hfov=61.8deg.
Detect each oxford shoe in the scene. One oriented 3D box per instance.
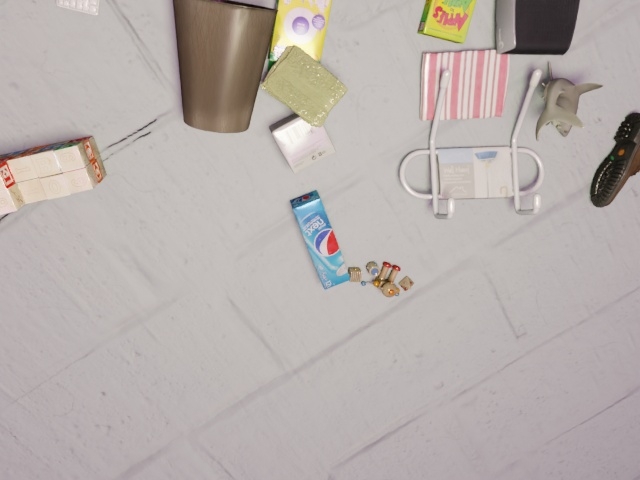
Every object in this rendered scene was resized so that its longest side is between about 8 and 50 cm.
[{"bbox_3d":[0.721,-0.174,1.253,0.096,0.083,0.227,18,107,-20],"label":"oxford shoe"}]

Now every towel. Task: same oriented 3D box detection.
[{"bbox_3d":[0.309,-0.335,1.154,0.197,0.029,0.144,-5,113,-7],"label":"towel"},{"bbox_3d":[-0.031,-0.299,1.036,0.148,0.027,0.110,37,90,2],"label":"towel"}]

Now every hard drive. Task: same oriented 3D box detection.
[{"bbox_3d":[0.447,-0.511,1.082,0.172,0.054,0.254,-2,103,-9],"label":"hard drive"}]

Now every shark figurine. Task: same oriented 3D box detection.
[{"bbox_3d":[0.513,-0.295,1.093,0.116,0.278,0.166,-1,100,30],"label":"shark figurine"}]

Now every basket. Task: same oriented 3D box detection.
[{"bbox_3d":[-0.189,-0.330,1.006,0.204,0.154,0.227,19,116,18],"label":"basket"}]

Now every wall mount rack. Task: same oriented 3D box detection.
[{"bbox_3d":[0.353,-0.202,1.158,0.350,0.130,0.304,-3,91,-10],"label":"wall mount rack"}]

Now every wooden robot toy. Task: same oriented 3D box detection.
[{"bbox_3d":[0.154,0.097,1.259,0.173,0.079,0.076,18,106,-16],"label":"wooden robot toy"}]

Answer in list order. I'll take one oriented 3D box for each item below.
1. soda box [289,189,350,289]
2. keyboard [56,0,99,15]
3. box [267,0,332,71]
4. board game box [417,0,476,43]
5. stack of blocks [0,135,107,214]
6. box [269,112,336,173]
[{"bbox_3d":[0.000,0.000,1.200,0.067,0.071,0.210,-22,112,-1],"label":"soda box"},{"bbox_3d":[-0.425,-0.547,0.958,0.072,0.014,0.256,10,108,-13],"label":"keyboard"},{"bbox_3d":[-0.043,-0.414,1.057,0.105,0.043,0.179,8,110,-12],"label":"box"},{"bbox_3d":[0.268,-0.501,1.075,0.092,0.043,0.181,9,108,-13],"label":"board game box"},{"bbox_3d":[-0.581,-0.113,1.008,0.297,0.171,0.087,-13,112,-5],"label":"stack of blocks"},{"bbox_3d":[-0.038,-0.210,1.108,0.101,0.087,0.102,-28,113,0],"label":"box"}]
